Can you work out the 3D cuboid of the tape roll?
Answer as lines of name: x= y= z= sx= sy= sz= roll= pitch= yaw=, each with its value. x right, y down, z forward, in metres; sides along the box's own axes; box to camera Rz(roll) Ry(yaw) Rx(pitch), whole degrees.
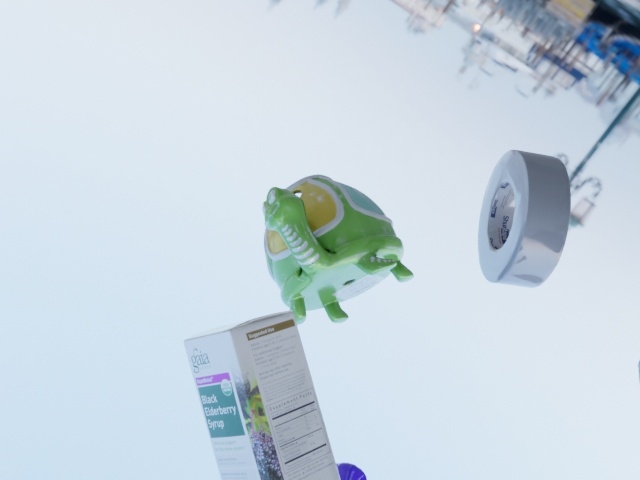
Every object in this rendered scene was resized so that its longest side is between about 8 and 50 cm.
tape roll: x=0.326 y=-0.034 z=1.431 sx=0.072 sy=0.219 sz=0.219 roll=8 pitch=-157 yaw=-8

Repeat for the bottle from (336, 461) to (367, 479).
bottle: x=-0.039 y=0.539 z=1.844 sx=0.092 sy=0.283 sz=0.118 roll=43 pitch=-139 yaw=-39

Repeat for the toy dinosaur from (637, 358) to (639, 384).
toy dinosaur: x=0.626 y=0.265 z=1.605 sx=0.313 sy=0.121 sz=0.160 roll=44 pitch=-164 yaw=-45

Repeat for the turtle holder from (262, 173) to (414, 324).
turtle holder: x=-0.007 y=0.009 z=1.565 sx=0.320 sy=0.243 sz=0.227 roll=-7 pitch=-116 yaw=-43

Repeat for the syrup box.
syrup box: x=-0.059 y=0.202 z=0.953 sx=0.096 sy=0.093 sz=0.236 roll=-15 pitch=-92 yaw=-44
